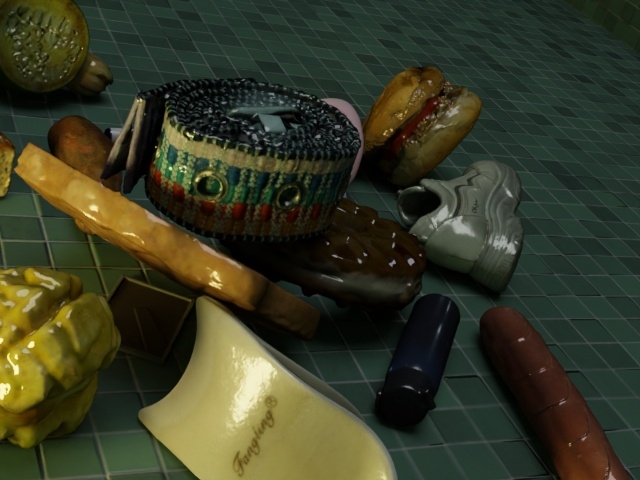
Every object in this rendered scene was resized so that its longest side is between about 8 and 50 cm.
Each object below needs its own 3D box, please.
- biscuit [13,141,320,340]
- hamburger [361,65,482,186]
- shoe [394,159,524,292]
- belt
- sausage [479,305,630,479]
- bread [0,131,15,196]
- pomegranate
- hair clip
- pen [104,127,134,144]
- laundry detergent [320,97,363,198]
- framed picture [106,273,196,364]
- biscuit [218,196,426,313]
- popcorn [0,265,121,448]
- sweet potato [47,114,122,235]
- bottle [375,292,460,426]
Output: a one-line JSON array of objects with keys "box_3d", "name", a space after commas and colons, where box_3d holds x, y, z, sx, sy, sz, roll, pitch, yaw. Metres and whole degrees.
[{"box_3d": [-0.183, 0.016, 1.186, 0.385, 0.062, 0.365, 28, -6, 21], "name": "biscuit"}, {"box_3d": [0.178, -0.214, 1.795, 0.163, 0.244, 0.244, 36, 27, -12], "name": "hamburger"}, {"box_3d": [0.233, -0.061, 1.647, 0.210, 0.132, 0.342, 19, 33, -5], "name": "shoe"}, {"box_3d": [-0.094, -0.089, 1.169, 0.295, 0.161, 0.207, -12, 43, -45], "name": "belt"}, {"box_3d": [0.312, 0.225, 1.266, 0.087, 0.088, 0.433, 6, 32, -22], "name": "sausage"}, {"box_3d": [-0.592, -0.154, 1.365, 0.274, 0.114, 0.184, 34, 33, 28], "name": "bread"}, {"box_3d": [-0.492, -0.353, 1.686, 0.240, 0.190, 0.159, -4, 13, -33], "name": "pomegranate"}, {"box_3d": [-0.049, 0.207, 1.037, 0.282, 0.173, 0.113, 28, 13, -7], "name": "hair clip"}, {"box_3d": [-0.247, -0.178, 1.676, 0.269, 0.033, 0.033, -1, 35, -30], "name": "pen"}, {"box_3d": [0.000, -0.146, 1.684, 0.159, 0.088, 0.335, -16, 31, 10], "name": "laundry detergent"}, {"box_3d": [-0.233, 0.101, 1.241, 0.109, 0.011, 0.149, 18, 30, 0], "name": "framed picture"}, {"box_3d": [0.000, 0.000, 1.386, 0.332, 0.103, 0.332, 20, 15, -6], "name": "biscuit"}, {"box_3d": [-0.324, 0.115, 0.998, 0.200, 0.226, 0.203, 46, 4, 9], "name": "popcorn"}, {"box_3d": [-0.349, -0.106, 1.439, 0.097, 0.097, 0.292, 1, 34, -28], "name": "sweet potato"}, {"box_3d": [0.133, 0.159, 1.289, 0.082, 0.072, 0.244, -13, 21, 22], "name": "bottle"}]
